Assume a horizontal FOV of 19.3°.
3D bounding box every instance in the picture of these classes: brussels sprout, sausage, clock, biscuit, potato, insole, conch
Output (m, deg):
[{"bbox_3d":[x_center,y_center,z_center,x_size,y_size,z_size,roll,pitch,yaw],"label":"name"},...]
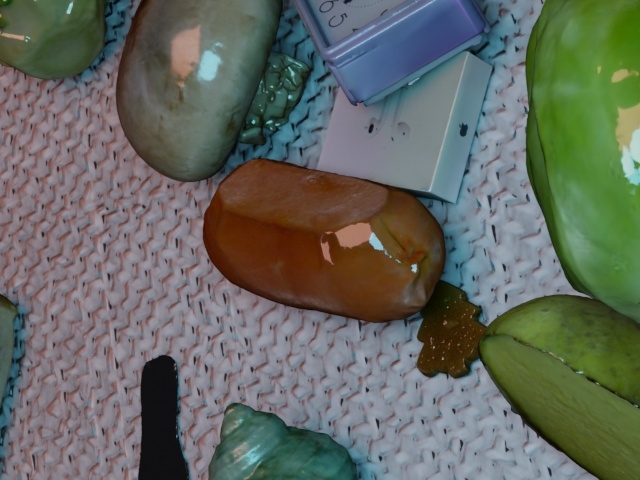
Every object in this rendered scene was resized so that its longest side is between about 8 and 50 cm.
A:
[{"bbox_3d":[0.274,-0.069,1.365,0.247,0.328,0.328,5,80,40],"label":"brussels sprout"},{"bbox_3d":[0.001,0.002,1.672,0.258,0.133,0.133,11,84,38],"label":"sausage"},{"bbox_3d":[0.053,-0.225,1.687,0.145,0.073,0.193,-31,44,6],"label":"clock"},{"bbox_3d":[0.112,0.076,1.638,0.082,0.016,0.092,-33,58,31],"label":"biscuit"},{"bbox_3d":[0.254,0.120,1.447,0.272,0.160,0.111,30,67,32],"label":"potato"},{"bbox_3d":[-0.151,0.201,1.805,0.064,0.004,0.188,-17,67,32],"label":"insole"},{"bbox_3d":[-0.045,0.242,1.643,0.176,0.122,0.188,-20,59,58],"label":"conch"},{"bbox_3d":[-0.318,-0.302,1.957,0.219,0.210,0.271,-25,77,6],"label":"brussels sprout"}]

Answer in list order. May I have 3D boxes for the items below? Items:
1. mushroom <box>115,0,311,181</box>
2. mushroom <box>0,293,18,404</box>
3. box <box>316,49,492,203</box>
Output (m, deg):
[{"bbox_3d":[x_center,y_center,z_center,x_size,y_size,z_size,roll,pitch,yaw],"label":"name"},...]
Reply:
[{"bbox_3d":[-0.098,-0.165,1.768,0.178,0.226,0.226,12,82,-6],"label":"mushroom"},{"bbox_3d":[-0.374,0.208,1.918,0.123,0.095,0.351,-5,75,17],"label":"mushroom"},{"bbox_3d":[0.076,-0.108,1.696,0.130,0.051,0.129,11,83,39],"label":"box"}]
